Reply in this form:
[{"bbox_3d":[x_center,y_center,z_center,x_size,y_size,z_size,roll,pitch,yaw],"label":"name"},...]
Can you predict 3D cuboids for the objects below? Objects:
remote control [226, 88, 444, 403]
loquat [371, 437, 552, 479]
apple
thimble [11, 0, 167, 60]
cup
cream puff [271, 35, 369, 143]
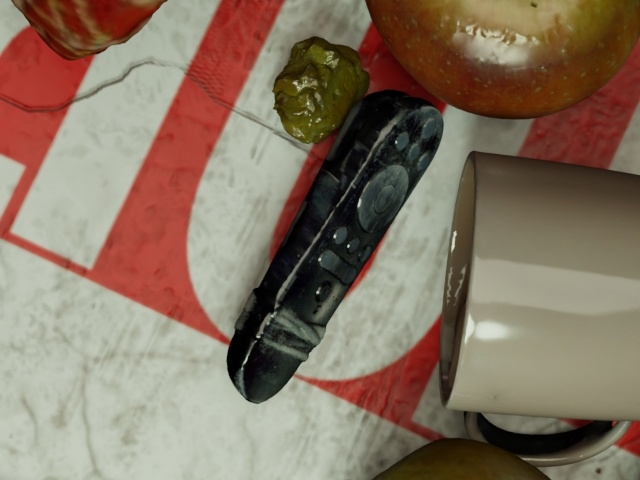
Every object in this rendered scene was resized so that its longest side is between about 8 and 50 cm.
[{"bbox_3d":[0.000,0.000,1.318,0.066,0.090,0.266,29,85,38],"label":"remote control"},{"bbox_3d":[0.119,0.255,1.275,0.179,0.179,0.227,-37,89,-7],"label":"loquat"},{"bbox_3d":[0.133,-0.204,1.296,0.210,0.173,0.234,-8,80,-3],"label":"apple"},{"bbox_3d":[-0.113,-0.304,1.189,0.350,0.350,0.230,-41,98,-7],"label":"thimble"},{"bbox_3d":[0.195,0.066,1.286,0.200,0.191,0.252,7,120,-1],"label":"cup"},{"bbox_3d":[-0.005,-0.116,1.333,0.058,0.083,0.083,12,100,34],"label":"cream puff"}]
